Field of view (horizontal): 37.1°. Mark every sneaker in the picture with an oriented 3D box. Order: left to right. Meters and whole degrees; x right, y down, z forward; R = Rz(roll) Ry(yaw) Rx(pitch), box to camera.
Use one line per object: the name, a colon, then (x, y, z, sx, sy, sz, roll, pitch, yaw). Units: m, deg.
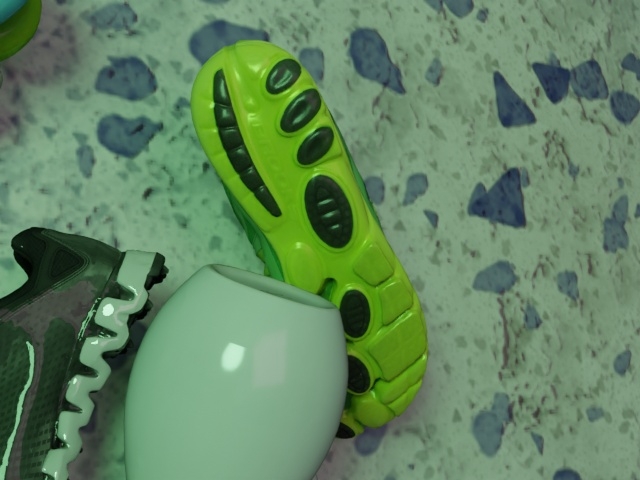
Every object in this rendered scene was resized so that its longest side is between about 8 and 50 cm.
sneaker: (-0.180, 0.094, 0.541, 0.106, 0.078, 0.234, 25, 71, -10)
sneaker: (0.000, 0.000, 0.661, 0.110, 0.123, 0.295, -16, 108, 4)

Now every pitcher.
pitcher: (-0.043, 0.128, 0.583, 0.178, 0.125, 0.207, 14, 96, -48)

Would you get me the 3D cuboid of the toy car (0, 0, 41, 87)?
toy car: (-0.237, -0.164, 0.530, 0.182, 0.136, 0.159, 17, 67, -31)
